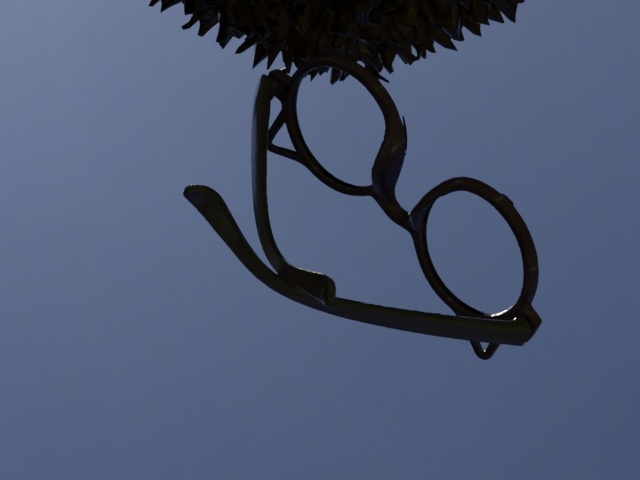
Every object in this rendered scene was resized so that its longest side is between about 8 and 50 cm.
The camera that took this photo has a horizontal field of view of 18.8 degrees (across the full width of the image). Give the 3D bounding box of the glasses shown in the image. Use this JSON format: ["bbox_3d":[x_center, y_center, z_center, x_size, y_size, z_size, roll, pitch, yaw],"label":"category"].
[{"bbox_3d":[0.000,0.000,0.662,0.140,0.062,0.104,44,-135,17],"label":"glasses"}]

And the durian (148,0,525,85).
[{"bbox_3d":[0.015,-0.256,0.860,0.348,0.384,0.347,5,-143,-4],"label":"durian"}]
